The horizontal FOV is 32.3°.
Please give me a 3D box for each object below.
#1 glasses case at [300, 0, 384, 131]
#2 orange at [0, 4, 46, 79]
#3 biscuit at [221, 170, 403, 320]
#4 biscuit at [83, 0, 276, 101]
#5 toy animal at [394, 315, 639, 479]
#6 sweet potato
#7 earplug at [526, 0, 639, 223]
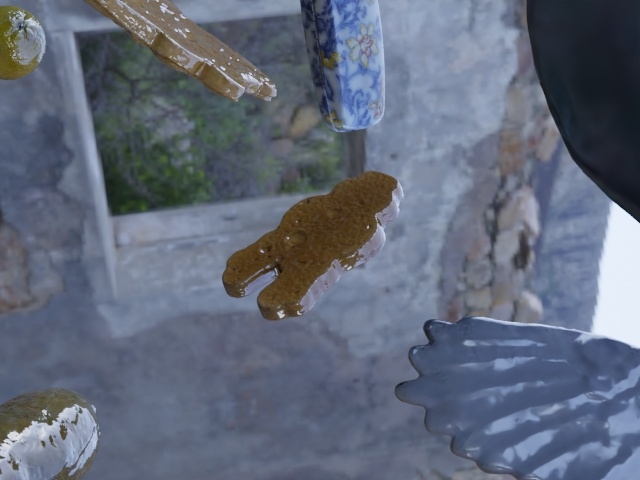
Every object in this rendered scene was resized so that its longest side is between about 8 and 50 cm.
[{"bbox_3d":[0.025,-0.249,1.271,0.065,0.087,0.247,8,-69,49],"label":"glasses case"},{"bbox_3d":[-0.355,-0.227,1.255,0.095,0.085,0.085,-22,-108,49],"label":"orange"},{"bbox_3d":[0.001,0.003,1.571,0.186,0.295,0.044,31,-29,44],"label":"biscuit"},{"bbox_3d":[-0.137,-0.185,0.989,0.035,0.250,0.162,-52,-140,10],"label":"biscuit"},{"bbox_3d":[0.171,0.192,0.469,0.225,0.302,0.284,62,34,-42],"label":"toy animal"},{"bbox_3d":[-0.341,0.242,1.200,0.423,0.131,0.130,-9,93,-81],"label":"sweet potato"},{"bbox_3d":[0.233,-0.099,0.408,0.185,0.324,0.184,10,-74,37],"label":"earplug"}]
